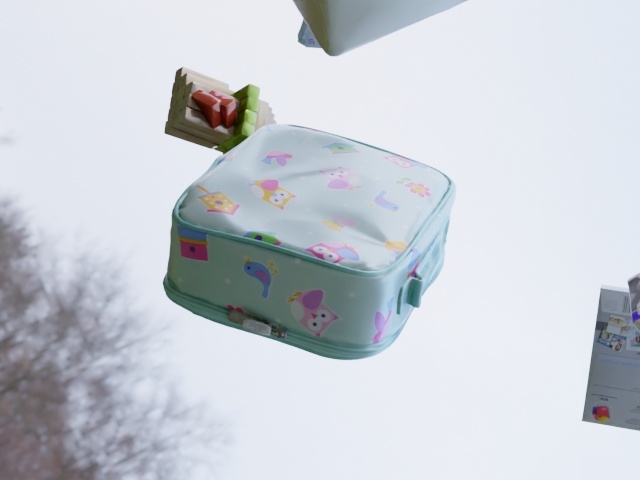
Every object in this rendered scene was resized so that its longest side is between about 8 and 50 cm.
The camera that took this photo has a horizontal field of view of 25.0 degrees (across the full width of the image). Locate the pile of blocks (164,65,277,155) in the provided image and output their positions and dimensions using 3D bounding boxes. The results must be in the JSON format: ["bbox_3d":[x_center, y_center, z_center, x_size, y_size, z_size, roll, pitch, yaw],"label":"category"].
[{"bbox_3d":[-0.065,-0.131,2.137,0.362,0.149,0.113,43,-33,-19],"label":"pile of blocks"}]

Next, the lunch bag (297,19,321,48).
[{"bbox_3d":[0.016,-0.229,1.435,0.053,0.083,0.071,34,-56,31],"label":"lunch bag"}]

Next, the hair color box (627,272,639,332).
[{"bbox_3d":[0.516,0.143,1.625,0.185,0.110,0.339,-33,-72,23],"label":"hair color box"}]

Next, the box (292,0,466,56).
[{"bbox_3d":[0.021,-0.191,0.475,0.094,0.113,0.275,61,-11,27],"label":"box"}]

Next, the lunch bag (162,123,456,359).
[{"bbox_3d":[0.000,0.000,1.293,0.224,0.279,0.108,19,-61,13],"label":"lunch bag"}]

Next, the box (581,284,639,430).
[{"bbox_3d":[0.434,0.162,1.934,0.145,0.038,0.186,8,-81,14],"label":"box"}]
